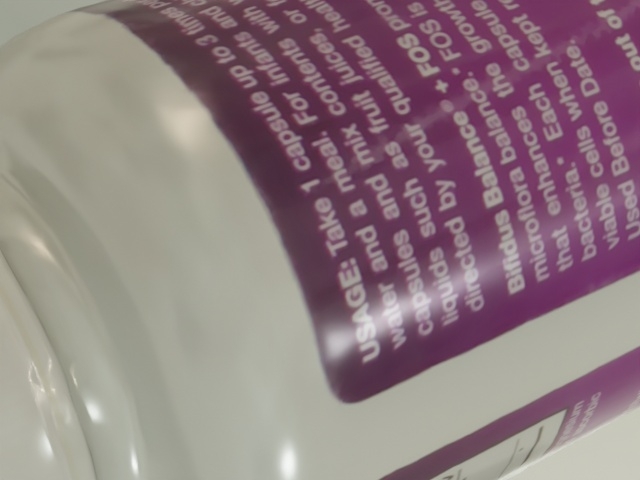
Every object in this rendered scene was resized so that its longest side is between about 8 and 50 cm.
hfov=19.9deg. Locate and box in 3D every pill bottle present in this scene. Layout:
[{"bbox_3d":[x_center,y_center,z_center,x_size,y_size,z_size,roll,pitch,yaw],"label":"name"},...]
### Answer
[{"bbox_3d":[0.000,0.000,0.517,0.301,0.169,0.169,-23,-172,-28],"label":"pill bottle"}]
